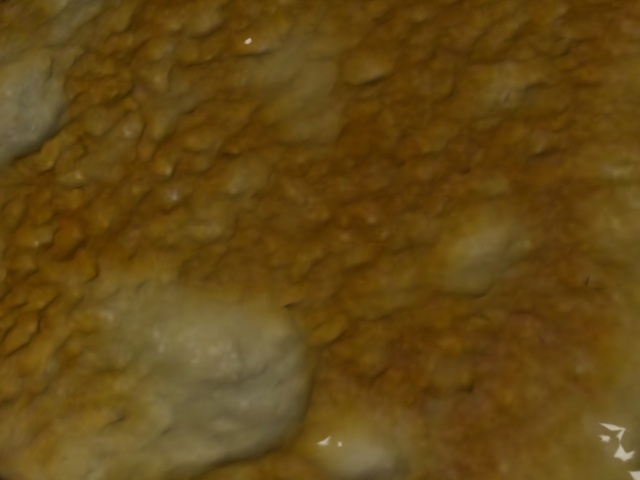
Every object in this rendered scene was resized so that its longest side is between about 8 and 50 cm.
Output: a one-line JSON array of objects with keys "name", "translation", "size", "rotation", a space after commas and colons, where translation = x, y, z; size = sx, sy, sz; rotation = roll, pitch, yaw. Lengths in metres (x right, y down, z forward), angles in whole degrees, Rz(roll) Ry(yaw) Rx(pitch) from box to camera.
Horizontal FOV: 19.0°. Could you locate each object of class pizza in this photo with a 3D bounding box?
[{"name": "pizza", "translation": [0.029, -0.001, 0.601], "size": [0.435, 0.392, 0.080], "rotation": [-28, 141, 11]}]
